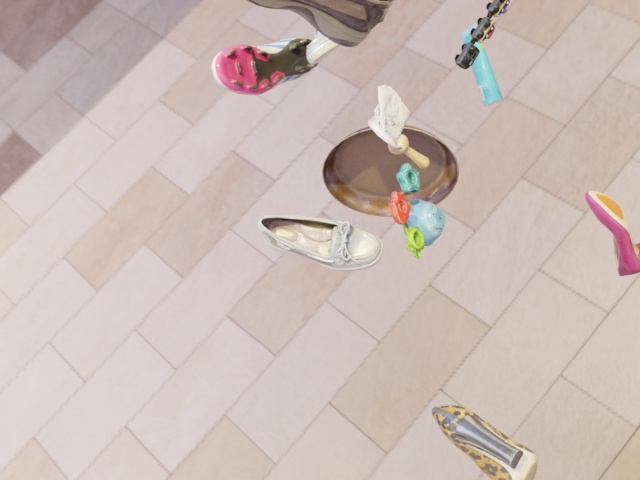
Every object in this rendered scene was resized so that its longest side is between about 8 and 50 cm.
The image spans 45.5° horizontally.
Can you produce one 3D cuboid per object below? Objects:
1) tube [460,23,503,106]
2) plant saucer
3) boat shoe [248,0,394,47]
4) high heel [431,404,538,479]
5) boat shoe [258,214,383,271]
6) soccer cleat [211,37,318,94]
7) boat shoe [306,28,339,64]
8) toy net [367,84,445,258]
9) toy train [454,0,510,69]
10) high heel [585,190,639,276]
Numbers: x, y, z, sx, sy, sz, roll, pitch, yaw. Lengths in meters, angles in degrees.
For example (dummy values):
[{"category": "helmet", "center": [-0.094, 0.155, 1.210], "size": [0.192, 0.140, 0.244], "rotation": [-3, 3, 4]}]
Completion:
[{"category": "tube", "center": [0.416, -0.453, 1.985], "size": [0.052, 0.080, 0.207], "rotation": [-20, 90, -24]}, {"category": "plant saucer", "center": [0.159, -0.166, 1.748], "size": [0.310, 0.310, 0.050], "rotation": [-7, 52, 15]}, {"category": "boat shoe", "center": [-0.023, -0.383, 1.024], "size": [0.130, 0.355, 0.132], "rotation": [-35, 64, 31]}, {"category": "high heel", "center": [0.316, 0.401, 1.473], "size": [0.186, 0.261, 0.093], "rotation": [28, 71, 35]}, {"category": "boat shoe", "center": [-0.001, -0.003, 1.933], "size": [0.320, 0.103, 0.118], "rotation": [14, 75, 13]}, {"category": "soccer cleat", "center": [-0.146, -0.393, 1.768], "size": [0.143, 0.331, 0.116], "rotation": [-7, 102, 42]}, {"category": "boat shoe", "center": [0.020, -0.400, 1.403], "size": [0.079, 0.081, 0.227], "rotation": [-30, 18, 44]}, {"category": "toy net", "center": [0.104, -0.094, 1.042], "size": [0.045, 0.122, 0.232], "rotation": [-16, 99, 43]}, {"category": "toy train", "center": [0.285, -0.366, 1.325], "size": [0.027, 0.036, 0.158], "rotation": [30, 88, 50]}, {"category": "high heel", "center": [0.655, -0.012, 1.731], "size": [0.117, 0.244, 0.082], "rotation": [-40, 25, 37]}]
